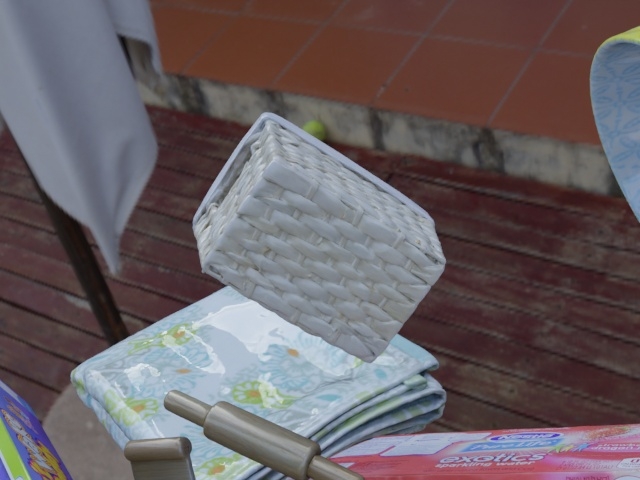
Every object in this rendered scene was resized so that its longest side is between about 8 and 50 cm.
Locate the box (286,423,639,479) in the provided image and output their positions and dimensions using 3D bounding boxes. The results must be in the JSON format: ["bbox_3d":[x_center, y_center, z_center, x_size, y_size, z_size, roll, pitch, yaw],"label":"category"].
[{"bbox_3d":[0.142,0.235,0.732,0.300,0.142,0.154,-10,-2,32],"label":"box"}]

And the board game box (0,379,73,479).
[{"bbox_3d":[-0.262,0.238,0.597,0.233,0.078,0.347,-45,32,-12],"label":"board game box"}]

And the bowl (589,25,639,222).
[{"bbox_3d":[0.373,-0.077,0.778,0.156,0.289,0.289,-28,41,-1],"label":"bowl"}]

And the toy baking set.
[{"bbox_3d":[-0.036,0.220,0.675,0.256,0.197,0.030,15,24,24],"label":"toy baking set"}]

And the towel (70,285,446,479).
[{"bbox_3d":[-0.081,0.164,1.069,0.320,0.090,0.374,-24,30,-26],"label":"towel"}]

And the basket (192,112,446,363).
[{"bbox_3d":[0.000,0.000,0.688,0.113,0.167,0.103,-55,18,14],"label":"basket"}]
